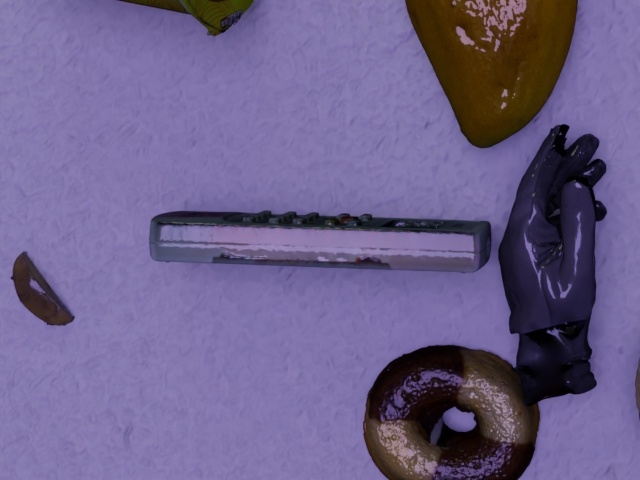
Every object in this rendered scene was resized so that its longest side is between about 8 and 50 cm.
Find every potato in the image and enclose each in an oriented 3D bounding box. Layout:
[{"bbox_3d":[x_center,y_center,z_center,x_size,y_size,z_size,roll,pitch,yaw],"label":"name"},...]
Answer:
[{"bbox_3d":[-0.310,0.058,1.990,0.037,0.036,0.093,-38,85,5],"label":"potato"}]

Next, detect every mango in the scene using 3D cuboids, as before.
[{"bbox_3d":[0.172,-0.252,1.861,0.177,0.119,0.316,-5,95,3],"label":"mango"}]

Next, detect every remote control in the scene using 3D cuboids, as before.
[{"bbox_3d":[0.000,-0.001,1.881,0.344,0.145,0.050,2,95,9],"label":"remote control"}]

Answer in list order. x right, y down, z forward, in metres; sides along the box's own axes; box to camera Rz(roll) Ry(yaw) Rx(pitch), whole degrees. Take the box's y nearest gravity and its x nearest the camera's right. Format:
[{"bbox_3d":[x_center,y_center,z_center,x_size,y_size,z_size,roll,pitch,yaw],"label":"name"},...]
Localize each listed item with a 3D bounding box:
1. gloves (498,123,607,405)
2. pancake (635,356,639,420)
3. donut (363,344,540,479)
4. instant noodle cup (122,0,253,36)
[{"bbox_3d":[0.238,0.026,1.848,0.119,0.142,0.285,7,87,-16],"label":"gloves"},{"bbox_3d":[0.448,0.149,1.820,0.282,0.049,0.282,0,76,0],"label":"pancake"},{"bbox_3d":[0.132,0.189,1.898,0.184,0.073,0.166,18,91,8],"label":"donut"},{"bbox_3d":[-0.194,-0.365,1.851,0.222,0.311,0.311,5,92,20],"label":"instant noodle cup"}]
